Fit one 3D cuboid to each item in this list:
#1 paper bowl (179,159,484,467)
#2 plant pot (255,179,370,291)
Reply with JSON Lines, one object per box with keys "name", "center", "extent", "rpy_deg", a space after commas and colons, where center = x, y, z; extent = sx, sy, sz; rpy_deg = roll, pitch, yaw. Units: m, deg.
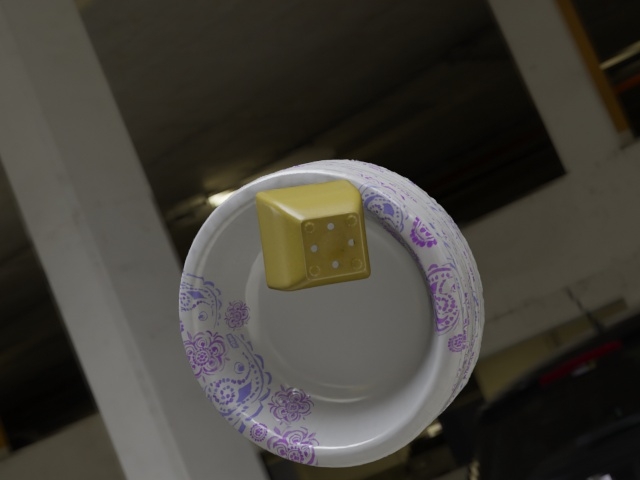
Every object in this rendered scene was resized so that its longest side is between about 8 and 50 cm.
{"name": "paper bowl", "center": [0.019, 0.063, 1.255], "extent": [0.284, 0.284, 0.148], "rpy_deg": [-26, -1, 25]}
{"name": "plant pot", "center": [0.000, 0.000, 1.026], "extent": [0.081, 0.081, 0.083], "rpy_deg": [-9, 10, -13]}
